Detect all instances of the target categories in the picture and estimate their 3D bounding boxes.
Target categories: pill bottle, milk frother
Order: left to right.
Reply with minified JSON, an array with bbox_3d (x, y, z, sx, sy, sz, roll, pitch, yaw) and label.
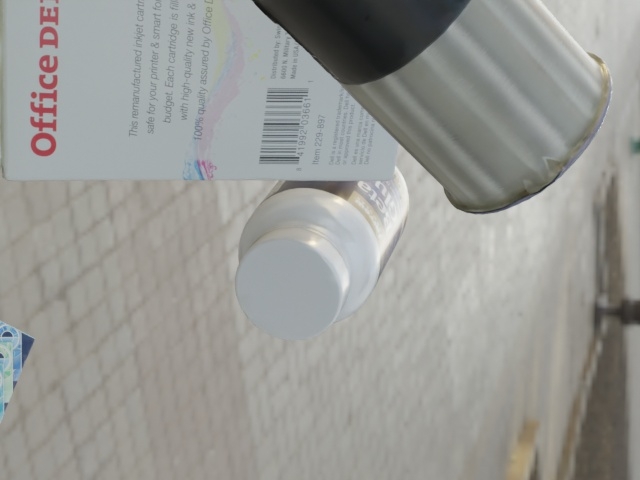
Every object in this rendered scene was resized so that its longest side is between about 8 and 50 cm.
[{"bbox_3d":[0.000,0.000,0.933,0.169,0.094,0.094,-58,146,-64],"label":"pill bottle"},{"bbox_3d":[0.064,-0.110,0.532,0.135,0.143,0.129,41,37,-29],"label":"milk frother"}]

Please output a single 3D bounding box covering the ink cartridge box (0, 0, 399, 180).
[{"bbox_3d":[-0.063,-0.116,0.728,0.093,0.212,0.154,-111,-156,-52],"label":"ink cartridge box"}]

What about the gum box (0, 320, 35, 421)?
[{"bbox_3d":[-0.343,0.112,1.132,0.184,0.041,0.157,31,65,-30],"label":"gum box"}]
